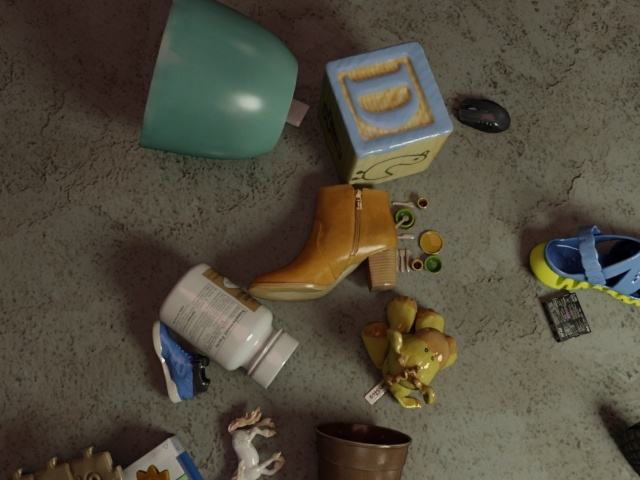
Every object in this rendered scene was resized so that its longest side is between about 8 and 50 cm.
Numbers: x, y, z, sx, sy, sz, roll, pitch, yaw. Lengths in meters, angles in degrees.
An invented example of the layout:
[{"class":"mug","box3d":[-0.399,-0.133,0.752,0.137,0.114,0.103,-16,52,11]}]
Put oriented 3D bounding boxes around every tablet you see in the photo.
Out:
[{"class":"tablet","box3d":[-0.071,-0.274,1.213,0.083,0.006,0.054,25,76,2]}]

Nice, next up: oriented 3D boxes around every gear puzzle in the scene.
[{"class":"gear puzzle","box3d":[-0.363,0.418,0.939,0.339,0.044,0.175,-22,85,19]}]

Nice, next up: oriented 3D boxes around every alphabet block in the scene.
[{"class":"alphabet block","box3d":[0.113,-0.230,1.117,0.193,0.197,0.193,-15,78,-7]}]

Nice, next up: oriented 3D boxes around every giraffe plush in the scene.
[{"class":"giraffe plush","box3d":[0.159,0.202,1.027,0.181,0.170,0.210,30,76,3]}]

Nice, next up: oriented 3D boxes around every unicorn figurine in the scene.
[{"class":"unicorn figurine","box3d":[-0.121,0.386,1.027,0.111,0.060,0.161,-18,62,-7]}]

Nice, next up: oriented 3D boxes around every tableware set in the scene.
[{"class":"tableware set","box3d":[0.195,-0.010,1.157,0.104,0.024,0.154,2,76,-4]}]

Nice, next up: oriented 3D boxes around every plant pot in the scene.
[{"class":"plant pot","box3d":[0.065,0.407,0.983,0.167,0.167,0.165,6,83,-3]},{"class":"plant pot","box3d":[-0.179,-0.280,1.075,0.235,0.293,0.292,15,75,-16]}]

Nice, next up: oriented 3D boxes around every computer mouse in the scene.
[{"class":"computer mouse","box3d":[0.284,-0.286,1.223,0.242,0.041,0.071,18,77,1]}]

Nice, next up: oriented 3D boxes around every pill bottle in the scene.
[{"class":"pill bottle","box3d":[-0.158,0.154,1.038,0.229,0.131,0.131,36,77,5]}]

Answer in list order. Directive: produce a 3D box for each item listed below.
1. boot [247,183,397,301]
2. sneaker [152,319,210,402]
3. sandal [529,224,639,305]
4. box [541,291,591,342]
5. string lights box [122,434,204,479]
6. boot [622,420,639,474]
[{"class":"boot","box3d":[0.001,0.000,1.112,0.295,0.104,0.211,-4,71,-10]},{"class":"sneaker","box3d":[-0.245,0.208,1.054,0.085,0.058,0.152,-17,82,-2]},{"class":"sandal","box3d":[0.575,0.042,1.108,0.318,0.138,0.126,4,62,-5]},{"class":"box","box3d":[0.480,0.150,1.140,0.067,0.018,0.083,-17,78,-8]},{"class":"string lights box","box3d":[-0.236,0.479,0.981,0.133,0.077,0.259,-33,81,-10]},{"class":"boot","box3d":[0.722,0.402,1.060,0.223,0.118,0.338,-42,93,-15]}]
